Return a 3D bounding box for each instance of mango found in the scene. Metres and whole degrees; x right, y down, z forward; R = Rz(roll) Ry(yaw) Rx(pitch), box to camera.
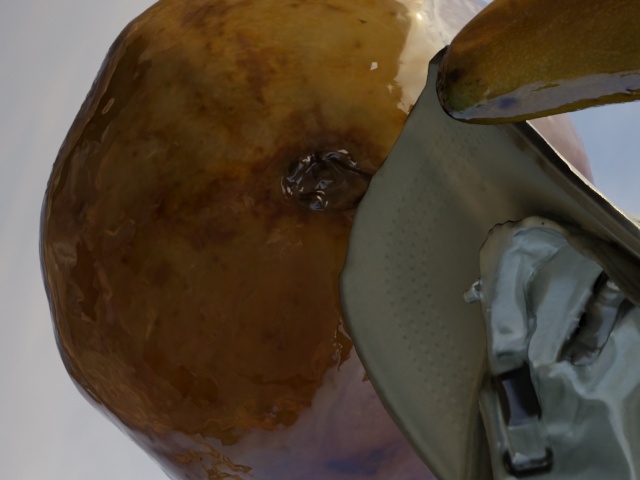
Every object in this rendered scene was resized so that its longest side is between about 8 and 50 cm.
[{"bbox_3d":[0.139,-0.094,0.787,0.190,0.075,0.098,-19,-162,24],"label":"mango"}]

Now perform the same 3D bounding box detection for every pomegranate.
[{"bbox_3d":[0.000,0.000,1.278,0.410,0.410,0.410,-59,-167,22],"label":"pomegranate"}]

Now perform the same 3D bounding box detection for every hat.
[{"bbox_3d":[0.142,0.035,0.977,0.301,0.168,0.258,55,-41,23],"label":"hat"}]
